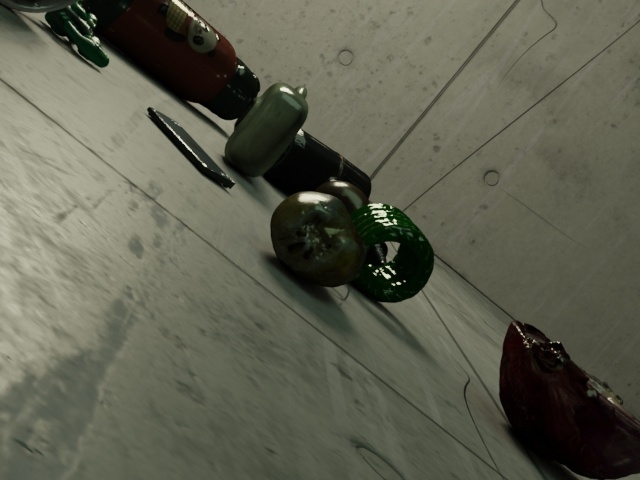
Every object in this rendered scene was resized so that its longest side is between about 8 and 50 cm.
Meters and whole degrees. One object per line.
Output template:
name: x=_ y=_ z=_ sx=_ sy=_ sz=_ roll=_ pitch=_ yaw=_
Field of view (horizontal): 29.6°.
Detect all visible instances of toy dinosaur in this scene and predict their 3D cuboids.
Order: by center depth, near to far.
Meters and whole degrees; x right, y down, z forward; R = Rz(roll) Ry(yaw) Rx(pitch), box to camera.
toy dinosaur: x=-0.334 y=-0.291 z=1.629 sx=0.132 sy=0.059 sz=0.096 roll=46 pitch=7 yaw=-33

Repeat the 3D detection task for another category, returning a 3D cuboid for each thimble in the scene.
thimble: x=0.083 y=0.017 z=1.607 sx=0.130 sy=0.118 sz=0.090 roll=6 pitch=26 yaw=-26

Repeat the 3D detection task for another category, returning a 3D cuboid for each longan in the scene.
longan: x=0.030 y=-0.038 z=1.815 sx=0.113 sy=0.092 sz=0.113 roll=53 pitch=17 yaw=-24

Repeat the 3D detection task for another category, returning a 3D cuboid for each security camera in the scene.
security camera: x=-0.087 y=-0.183 z=1.883 sx=0.080 sy=0.157 sz=0.301 roll=37 pitch=8 yaw=-9

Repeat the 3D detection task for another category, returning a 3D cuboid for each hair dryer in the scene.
hair dryer: x=0.030 y=-0.051 z=1.953 sx=0.189 sy=0.107 sz=0.352 roll=33 pitch=14 yaw=-35

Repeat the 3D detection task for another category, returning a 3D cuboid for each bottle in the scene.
bottle: x=-0.249 y=-0.341 z=2.139 sx=0.336 sy=0.144 sz=0.144 roll=37 pitch=6 yaw=-33

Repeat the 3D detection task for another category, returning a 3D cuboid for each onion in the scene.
onion: x=0.283 y=0.195 z=1.457 sx=0.227 sy=0.120 sz=0.283 roll=45 pitch=4 yaw=39

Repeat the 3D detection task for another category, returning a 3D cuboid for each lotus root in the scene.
lotus root: x=0.000 y=0.000 z=1.331 sx=0.113 sy=0.088 sz=0.192 roll=56 pitch=6 yaw=4

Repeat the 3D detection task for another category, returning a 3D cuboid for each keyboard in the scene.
keyboard: x=-0.168 y=-0.120 z=1.551 sx=0.055 sy=0.014 sz=0.176 roll=33 pitch=8 yaw=-44

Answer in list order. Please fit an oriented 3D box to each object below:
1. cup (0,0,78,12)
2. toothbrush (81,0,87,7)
cup: x=-0.422 y=-0.461 z=1.573 sx=0.317 sy=0.212 sz=0.212 roll=43 pitch=6 yaw=36
toothbrush: x=-0.468 y=-0.464 z=2.203 sx=0.041 sy=0.041 sz=0.364 roll=43 pitch=6 yaw=34
